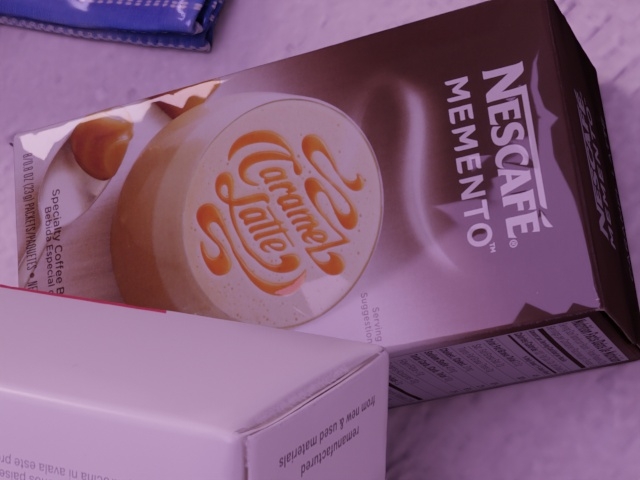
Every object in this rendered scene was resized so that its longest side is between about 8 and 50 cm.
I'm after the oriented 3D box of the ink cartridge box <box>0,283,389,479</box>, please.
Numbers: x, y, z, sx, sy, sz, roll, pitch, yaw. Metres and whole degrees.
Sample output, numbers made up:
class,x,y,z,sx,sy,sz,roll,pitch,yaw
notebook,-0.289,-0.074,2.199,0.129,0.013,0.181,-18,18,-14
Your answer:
class,x,y,z,sx,sy,sz,roll,pitch,yaw
ink cartridge box,-0.093,0.172,0.539,0.207,0.117,0.283,7,103,25

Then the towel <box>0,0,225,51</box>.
class,x,y,z,sx,sy,sz,roll,pitch,yaw
towel,-0.112,-0.274,0.806,0.243,0.040,0.336,12,78,27

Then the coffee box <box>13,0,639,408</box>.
class,x,y,z,sx,sy,sz,roll,pitch,yaw
coffee box,0.000,0.000,0.628,0.246,0.098,0.141,-14,69,18
